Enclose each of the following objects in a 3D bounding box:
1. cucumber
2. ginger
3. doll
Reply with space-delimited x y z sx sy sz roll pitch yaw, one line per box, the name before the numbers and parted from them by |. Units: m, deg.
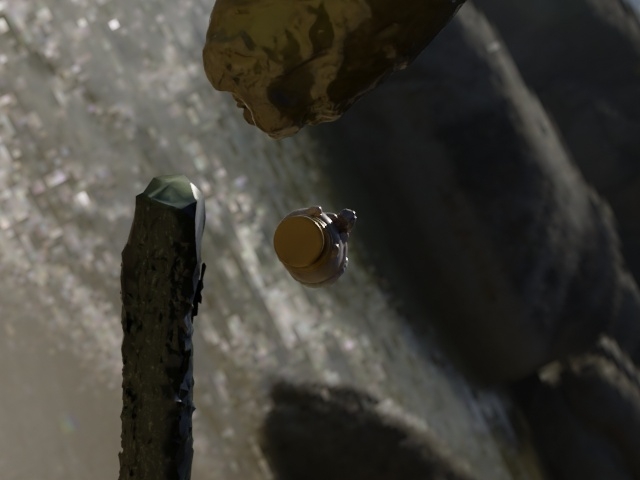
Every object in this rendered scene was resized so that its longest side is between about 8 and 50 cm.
cucumber | -0.086 0.086 0.922 0.043 0.044 0.257 -90 -176 -62
ginger | 0.040 -0.164 0.830 0.116 0.263 0.109 22 23 -41
doll | 0.000 0.000 1.607 0.073 0.084 0.127 53 6 11
